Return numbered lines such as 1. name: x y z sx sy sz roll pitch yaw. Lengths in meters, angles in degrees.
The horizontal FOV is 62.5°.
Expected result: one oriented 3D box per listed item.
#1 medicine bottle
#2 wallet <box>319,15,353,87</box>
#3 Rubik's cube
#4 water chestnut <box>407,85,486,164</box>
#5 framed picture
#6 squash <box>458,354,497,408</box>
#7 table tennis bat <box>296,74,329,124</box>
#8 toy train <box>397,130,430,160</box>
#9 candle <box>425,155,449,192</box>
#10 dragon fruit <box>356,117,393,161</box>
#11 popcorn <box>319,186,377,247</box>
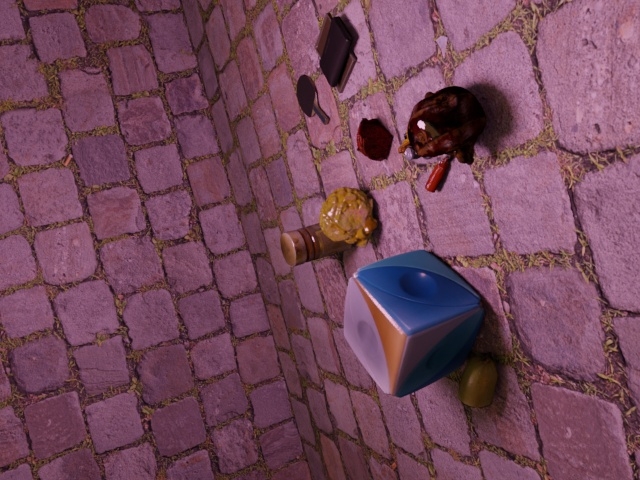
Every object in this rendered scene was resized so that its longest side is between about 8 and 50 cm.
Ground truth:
1. medicine bottle: 0.000 0.000 2.306 0.151 0.322 0.151 42 140 48
2. wallet: 0.052 -0.727 2.043 0.149 0.044 0.250 66 155 22
3. Rubik's cube: 0.306 0.277 1.821 0.352 0.351 0.347 47 145 40
4. water chestnut: 0.360 -0.316 1.502 0.223 0.223 0.238 -6 111 64
5. framed picture: 0.053 -0.745 2.101 0.260 0.023 0.189 64 153 20
6. squash: 0.526 0.459 1.752 0.123 0.123 0.187 44 143 47
7. table tennis bat: -0.040 -0.621 2.366 0.301 0.022 0.173 57 149 34
8. toy train: 0.332 -0.334 1.714 0.219 0.089 0.127 158 106 -65
9. candle: 0.380 -0.222 1.721 0.162 0.048 0.053 108 156 -50
10. dragon fruit: 0.173 -0.368 1.941 0.120 0.161 0.127 51 136 36
11. popcorn: 0.111 -0.096 2.169 0.212 0.259 0.259 -131 32 -68
